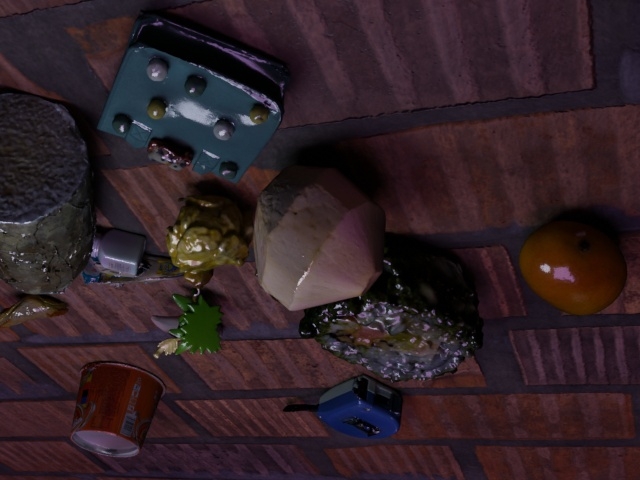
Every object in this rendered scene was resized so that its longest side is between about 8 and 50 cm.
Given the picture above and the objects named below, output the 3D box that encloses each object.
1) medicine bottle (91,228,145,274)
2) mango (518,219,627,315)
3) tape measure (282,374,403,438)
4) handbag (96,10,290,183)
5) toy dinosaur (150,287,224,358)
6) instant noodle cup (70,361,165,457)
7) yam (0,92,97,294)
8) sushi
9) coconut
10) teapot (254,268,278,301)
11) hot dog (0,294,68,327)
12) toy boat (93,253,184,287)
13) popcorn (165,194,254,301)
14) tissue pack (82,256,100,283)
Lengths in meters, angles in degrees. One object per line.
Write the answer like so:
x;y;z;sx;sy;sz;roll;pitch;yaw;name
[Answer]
-0.430;0.019;1.808;0.118;0.074;0.055;14;147;-7;medicine bottle
0.470;0.055;1.588;0.175;0.139;0.254;-3;154;38;mango
0.066;0.470;2.337;0.215;0.098;0.351;29;144;-25;tape measure
-0.204;-0.208;1.396;0.268;0.100;0.274;20;144;-17;handbag
-0.296;0.189;2.008;0.194;0.152;0.177;-1;173;-28;toy dinosaur
-0.572;0.475;2.409;0.250;0.192;0.250;6;146;4;instant noodle cup
-0.520;-0.065;1.571;0.241;0.241;0.348;11;147;-2;yam
0.157;0.142;1.755;0.352;0.178;0.294;28;140;-27;sushi
0.000;0.000;1.506;0.259;0.259;0.259;7;146;4;coconut
-0.086;0.085;1.852;0.110;0.085;0.080;29;178;22;teapot
-0.698;0.162;2.098;0.168;0.061;0.078;-11;158;-16;hot dog
-0.379;0.061;1.867;0.210;0.084;0.066;1;151;-4;toy boat
-0.226;0.005;1.658;0.195;0.174;0.168;-34;170;39;popcorn
-0.513;0.044;1.911;0.085;0.028;0.138;-6;139;17;tissue pack
